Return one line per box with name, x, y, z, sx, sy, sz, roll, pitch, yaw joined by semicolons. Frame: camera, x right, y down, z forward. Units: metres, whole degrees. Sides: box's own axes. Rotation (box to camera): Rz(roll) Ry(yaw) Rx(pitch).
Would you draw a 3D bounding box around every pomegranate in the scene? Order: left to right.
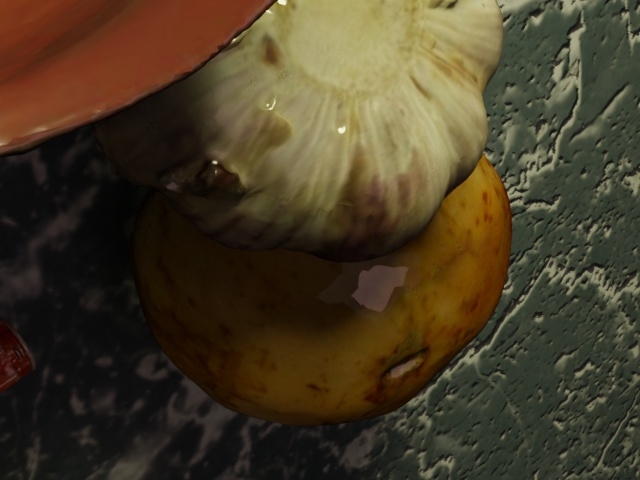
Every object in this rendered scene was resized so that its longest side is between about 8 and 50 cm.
pomegranate;0.000;0.000;0.790;0.248;0.248;0.248;-20;123;-35

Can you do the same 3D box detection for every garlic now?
garlic;-0.020;-0.108;0.634;0.245;0.160;0.245;-1;91;-27

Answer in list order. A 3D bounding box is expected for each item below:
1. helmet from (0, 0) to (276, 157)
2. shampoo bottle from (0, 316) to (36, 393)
helmet;-0.188;-0.197;0.479;0.384;0.230;0.338;3;95;-14
shampoo bottle;-0.270;0.122;0.718;0.221;0.051;0.108;-36;130;-24
